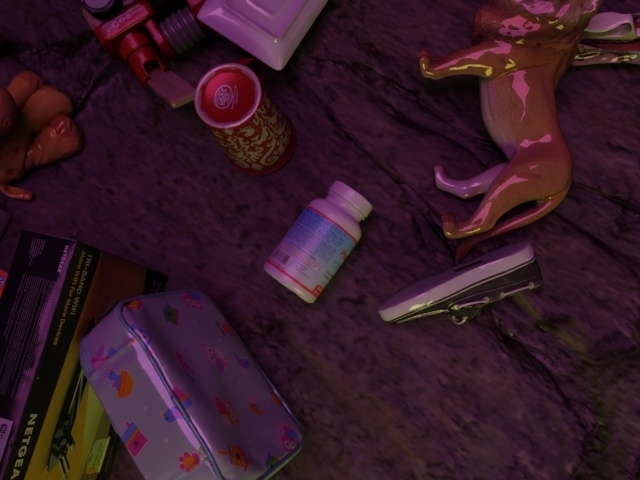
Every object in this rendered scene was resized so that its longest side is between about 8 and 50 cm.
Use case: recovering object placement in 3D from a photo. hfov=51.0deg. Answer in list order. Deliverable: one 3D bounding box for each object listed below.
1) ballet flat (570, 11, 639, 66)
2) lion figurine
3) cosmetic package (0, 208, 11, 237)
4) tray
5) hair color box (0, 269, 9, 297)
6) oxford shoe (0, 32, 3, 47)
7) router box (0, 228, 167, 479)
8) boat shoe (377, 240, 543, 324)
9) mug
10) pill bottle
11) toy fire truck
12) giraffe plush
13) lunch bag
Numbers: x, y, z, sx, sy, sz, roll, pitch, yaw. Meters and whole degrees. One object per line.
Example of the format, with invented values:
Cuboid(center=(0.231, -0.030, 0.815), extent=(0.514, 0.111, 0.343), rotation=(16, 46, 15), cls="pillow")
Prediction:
Cuboid(center=(0.426, -0.284, 0.920), extent=(0.222, 0.079, 0.076), rotation=(-2, 75, 9), cls="ballet flat")
Cuboid(center=(0.261, -0.170, 0.886), extent=(0.240, 0.142, 0.392), rotation=(-8, 99, 9), cls="lion figurine")
Cuboid(center=(-0.606, -0.020, 1.000), extent=(0.184, 0.151, 0.151), rotation=(19, 81, 13), cls="cosmetic package")
Cuboid(center=(-0.053, -0.391, 0.994), extent=(0.145, 0.030, 0.270), rotation=(32, 70, -8), cls="tray")
Cuboid(center=(-0.408, 0.100, 0.983), extent=(0.141, 0.072, 0.043), rotation=(32, 85, 15), cls="hair color box")
Cuboid(center=(-0.689, -0.340, 1.100), extent=(0.348, 0.123, 0.130), rotation=(-8, 72, 7), cls="oxford shoe")
Cuboid(center=(-0.325, 0.163, 0.866), extent=(0.081, 0.243, 0.308), rotation=(12, 81, 15), cls="router box")
Cuboid(center=(0.185, 0.073, 0.886), extent=(0.219, 0.078, 0.070), rotation=(-22, 98, 5), cls="boat shoe")
Cuboid(center=(-0.114, -0.184, 0.943), extent=(0.113, 0.169, 0.150), rotation=(-28, 76, 3), cls="mug")
Cuboid(center=(0.000, 0.000, 0.928), extent=(0.087, 0.087, 0.160), rotation=(35, 86, 15), cls="pill bottle")
Cuboid(center=(-0.216, -0.313, 1.009), extent=(0.217, 0.158, 0.246), rotation=(-31, 87, 2), cls="toy fire truck")
Cuboid(center=(-0.490, -0.171, 1.002), extent=(0.181, 0.170, 0.210), rotation=(34, 86, 14), cls="giraffe plush")
Cuboid(center=(-0.152, 0.198, 0.842), extent=(0.108, 0.224, 0.279), rotation=(-39, 78, 18), cls="lunch bag")
